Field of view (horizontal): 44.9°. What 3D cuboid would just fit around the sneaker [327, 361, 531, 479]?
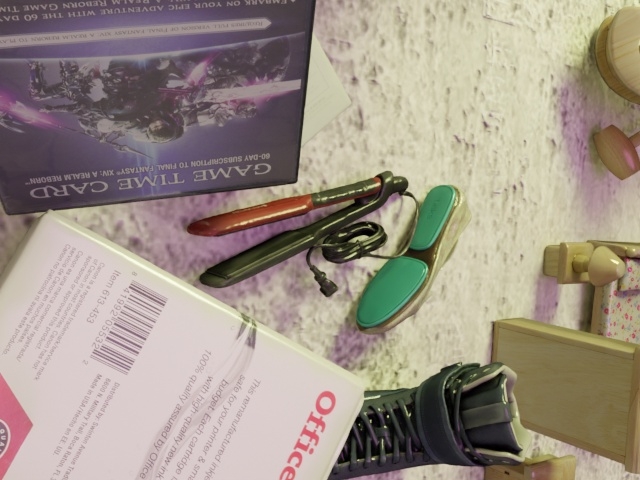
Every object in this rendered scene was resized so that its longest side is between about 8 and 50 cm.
[{"bbox_3d":[0.064,0.149,0.625,0.226,0.163,0.086,-1,77,-38],"label":"sneaker"}]

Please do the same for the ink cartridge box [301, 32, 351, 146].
[{"bbox_3d":[-0.075,-0.153,0.554,0.109,0.062,0.209,-43,118,-23],"label":"ink cartridge box"}]

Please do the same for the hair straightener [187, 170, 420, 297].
[{"bbox_3d":[0.000,0.000,0.648,0.231,0.047,0.088,-20,107,-37],"label":"hair straightener"}]

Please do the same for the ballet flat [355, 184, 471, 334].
[{"bbox_3d":[0.093,0.025,0.706,0.168,0.057,0.052,-56,132,-17],"label":"ballet flat"}]

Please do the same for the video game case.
[{"bbox_3d":[-0.100,-0.115,0.417,0.196,0.274,0.026,-7,56,-11],"label":"video game case"}]

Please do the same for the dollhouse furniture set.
[{"bbox_3d":[0.370,0.159,0.850,0.356,0.174,0.303,1,96,-36],"label":"dollhouse furniture set"}]

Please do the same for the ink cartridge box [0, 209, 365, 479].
[{"bbox_3d":[-0.116,0.113,0.505,0.237,0.100,0.171,31,77,-20],"label":"ink cartridge box"}]

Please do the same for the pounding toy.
[{"bbox_3d":[0.389,-0.208,0.849,0.269,0.155,0.154,-41,91,11],"label":"pounding toy"}]
